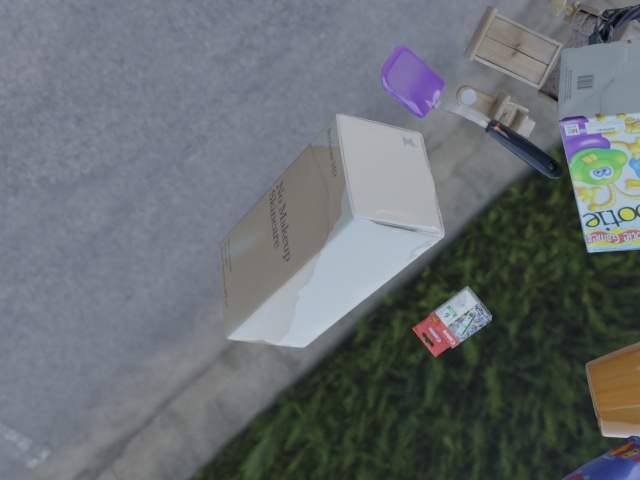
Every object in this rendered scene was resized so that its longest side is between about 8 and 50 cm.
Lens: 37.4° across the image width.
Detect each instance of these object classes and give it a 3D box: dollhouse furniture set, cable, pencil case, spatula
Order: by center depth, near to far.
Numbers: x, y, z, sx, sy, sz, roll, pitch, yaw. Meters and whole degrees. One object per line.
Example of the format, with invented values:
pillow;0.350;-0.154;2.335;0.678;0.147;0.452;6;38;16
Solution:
spatula;0.216;-0.173;1.345;0.084;0.296;0.030;-56;176;-25
pencil case;0.408;0.427;1.464;0.306;0.119;0.133;-28;115;-10
cable;0.538;-0.336;1.655;0.151;0.047;0.184;-21;135;-4
dollhouse furniture set;0.410;-0.332;1.828;0.355;0.174;0.303;-106;-141;-69

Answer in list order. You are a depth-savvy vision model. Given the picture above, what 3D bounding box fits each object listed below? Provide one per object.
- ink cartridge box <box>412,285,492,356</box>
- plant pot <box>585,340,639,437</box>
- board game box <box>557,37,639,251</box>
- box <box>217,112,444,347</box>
ink cartridge box;0.203;0.130;1.470;0.115;0.063;0.029;-39;179;18
plant pot;0.559;0.255;1.608;0.188;0.205;0.205;-12;161;11
board game box;0.423;-0.125;1.304;0.142;0.144;0.275;-4;141;22
box;0.000;0.000;1.125;0.121;0.148;0.311;10;145;-29
